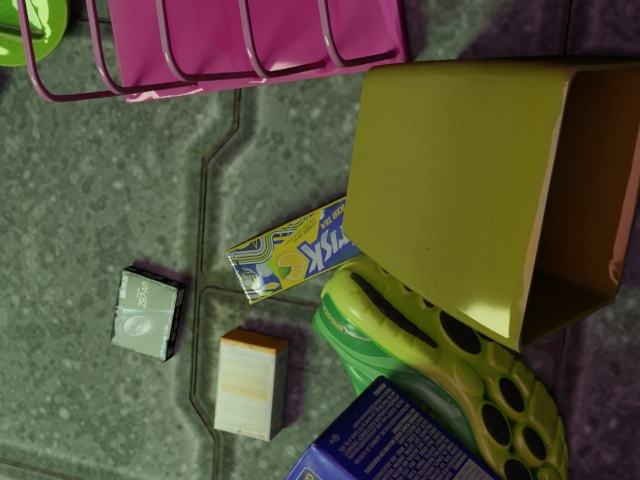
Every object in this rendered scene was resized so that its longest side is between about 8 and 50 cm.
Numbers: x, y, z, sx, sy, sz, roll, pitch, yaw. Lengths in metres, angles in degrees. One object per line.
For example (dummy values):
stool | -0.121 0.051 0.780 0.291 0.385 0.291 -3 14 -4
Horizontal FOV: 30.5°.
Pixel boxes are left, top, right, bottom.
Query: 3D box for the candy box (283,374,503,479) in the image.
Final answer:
candy box | 0.095 0.317 1.043 0.317 0.122 0.268 41 137 10

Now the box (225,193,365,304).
box | 0.000 0.000 1.094 0.169 0.054 0.059 -24 92 24

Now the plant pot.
plant pot | 0.139 -0.057 0.955 0.187 0.212 0.212 18 108 30

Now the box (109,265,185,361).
box | -0.177 0.075 1.200 0.067 0.018 0.083 18 108 17

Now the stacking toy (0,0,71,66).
stacking toy | -0.402 -0.265 1.196 0.279 0.130 0.309 36 118 -17

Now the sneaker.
sneaker | 0.111 0.139 1.070 0.295 0.109 0.123 48 142 1

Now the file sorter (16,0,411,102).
file sorter | -0.098 -0.229 1.013 0.290 0.182 0.202 -4 100 22

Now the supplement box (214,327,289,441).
supplement box | -0.068 0.143 1.162 0.062 0.036 0.098 11 105 19
